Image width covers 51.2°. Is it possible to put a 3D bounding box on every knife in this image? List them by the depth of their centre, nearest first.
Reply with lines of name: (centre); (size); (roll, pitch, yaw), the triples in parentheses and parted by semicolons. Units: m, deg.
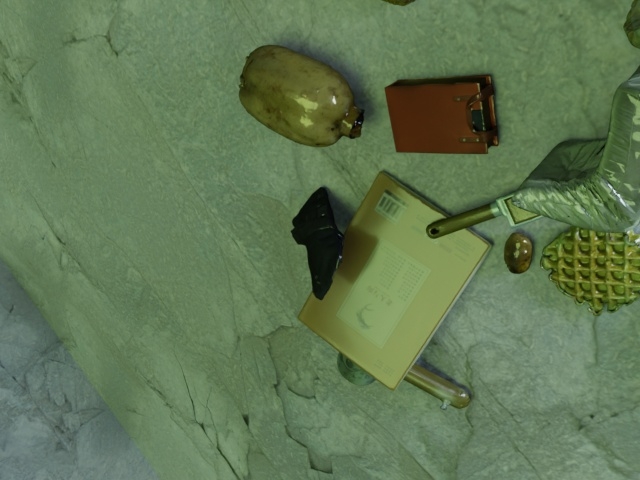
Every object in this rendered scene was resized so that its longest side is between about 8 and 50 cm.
knife: (0.337, -0.054, 1.172); (0.343, 0.027, 0.061); (-22, 95, 38)

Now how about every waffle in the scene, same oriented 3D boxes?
waffle: (0.474, 0.044, 1.135); (0.169, 0.036, 0.183); (44, 138, 4)

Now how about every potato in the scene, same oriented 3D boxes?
potato: (0.358, 0.024, 1.212); (0.051, 0.040, 0.083); (11, 125, 28)

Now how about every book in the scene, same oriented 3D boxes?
book: (0.137, 0.089, 1.357); (0.269, 0.032, 0.389); (37, 115, 15)

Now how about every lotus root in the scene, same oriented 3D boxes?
lotus root: (-0.040, -0.268, 1.269); (0.284, 0.146, 0.160); (28, 150, 18)

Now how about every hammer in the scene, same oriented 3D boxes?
hammer: (0.192, 0.291, 1.494); (0.305, 0.113, 0.202); (30, 136, 9)

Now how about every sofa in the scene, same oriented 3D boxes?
sofa: (0.404, -0.152, 0.944); (0.176, 0.210, 0.225); (23, 133, 28)

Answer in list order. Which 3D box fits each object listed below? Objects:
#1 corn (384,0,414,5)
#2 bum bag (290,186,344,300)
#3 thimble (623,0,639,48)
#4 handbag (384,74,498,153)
corn: (0.062, -0.464, 1.099); (0.231, 0.080, 0.080); (40, 135, 11)
bum bag: (0.000, 0.000, 1.383); (0.123, 0.060, 0.248); (-53, 40, 33)
thimble: (0.473, -0.280, 0.786); (0.143, 0.137, 0.190); (27, 157, -3)
handbag: (0.211, -0.217, 1.161); (0.190, 0.063, 0.127); (7, 121, 40)
